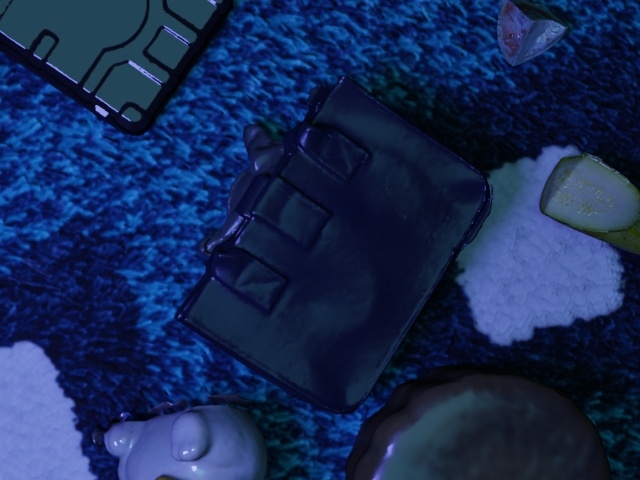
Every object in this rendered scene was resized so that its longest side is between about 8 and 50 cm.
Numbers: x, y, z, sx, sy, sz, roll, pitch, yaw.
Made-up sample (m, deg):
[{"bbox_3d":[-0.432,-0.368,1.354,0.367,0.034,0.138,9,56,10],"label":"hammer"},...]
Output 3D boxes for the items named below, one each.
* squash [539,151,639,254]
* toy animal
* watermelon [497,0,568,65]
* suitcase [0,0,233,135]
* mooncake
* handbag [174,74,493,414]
[{"bbox_3d":[0.360,-0.027,1.725,0.200,0.075,0.090,24,60,-8],"label":"squash"},{"bbox_3d":[-0.137,0.329,1.577,0.183,0.247,0.310,-9,74,8],"label":"toy animal"},{"bbox_3d":[0.247,-0.247,1.719,0.085,0.061,0.085,0,90,1],"label":"watermelon"},{"bbox_3d":[-0.262,-0.270,1.646,0.285,0.066,0.206,35,84,-6],"label":"suitcase"},{"bbox_3d":[0.167,0.281,1.649,0.290,0.161,0.290,0,90,-10],"label":"mooncake"},{"bbox_3d":[0.000,0.000,1.654,0.269,0.118,0.325,35,84,-13],"label":"handbag"}]
